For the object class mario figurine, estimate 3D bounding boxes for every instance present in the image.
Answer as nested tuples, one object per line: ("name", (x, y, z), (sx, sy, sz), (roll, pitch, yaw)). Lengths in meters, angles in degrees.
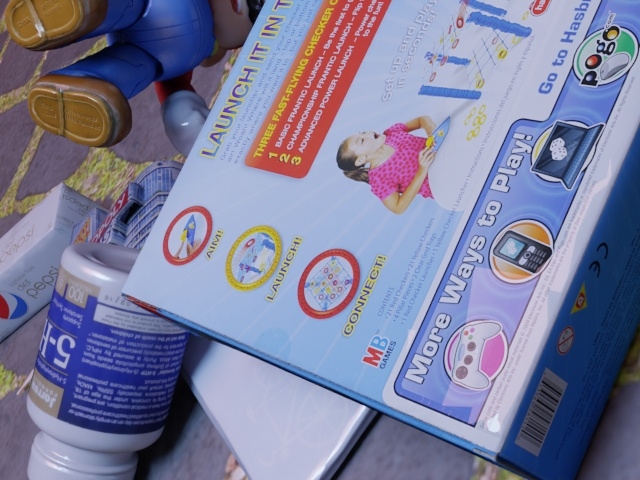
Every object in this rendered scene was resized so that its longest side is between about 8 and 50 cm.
("mario figurine", (-0.100, -0.195, 0.849), (0.320, 0.170, 0.198), (-48, -11, -53))

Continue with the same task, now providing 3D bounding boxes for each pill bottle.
("pill bottle", (-0.169, 0.105, 0.810), (0.112, 0.112, 0.187), (29, 105, 58))

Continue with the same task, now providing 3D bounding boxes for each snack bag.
("snack bag", (0.000, 0.000, 0.775), (0.342, 0.037, 0.323), (-55, 33, 4))

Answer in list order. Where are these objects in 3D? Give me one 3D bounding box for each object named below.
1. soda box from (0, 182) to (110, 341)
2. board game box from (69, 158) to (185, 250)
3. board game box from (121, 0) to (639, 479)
("soda box", (-0.329, 0.030, 1.154), (0.216, 0.069, 0.074), (-36, 38, 30))
("board game box", (-0.190, 0.016, 0.968), (0.194, 0.060, 0.194), (-53, 29, 25))
("board game box", (0.061, -0.051, 0.619), (0.302, 0.086, 0.308), (17, 78, 43))
